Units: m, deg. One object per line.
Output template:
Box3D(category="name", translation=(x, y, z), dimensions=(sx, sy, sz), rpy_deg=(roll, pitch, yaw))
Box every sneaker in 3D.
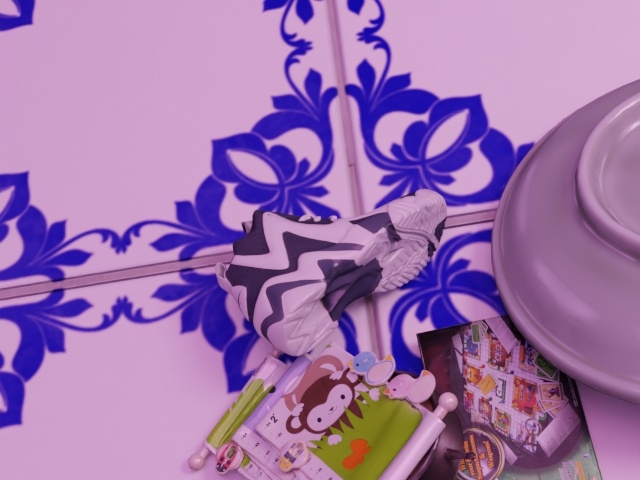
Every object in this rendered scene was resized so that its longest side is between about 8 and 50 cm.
Box3D(category="sneaker", translation=(0.000, 0.000, 1.123), dimensions=(0.235, 0.094, 0.153), rpy_deg=(-40, 52, -22))

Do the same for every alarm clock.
Box3D(category="alarm clock", translation=(0.053, 0.174, 1.031), dimensions=(0.129, 0.064, 0.192), rpy_deg=(-44, 43, 2))

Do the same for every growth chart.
Box3D(category="growth chart", translation=(0.000, 0.165, 1.023), dimensions=(0.237, 0.021, 0.172), rpy_deg=(15, 67, 46))

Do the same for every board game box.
Box3D(category="board game box", translation=(0.175, 0.190, 1.031), dimensions=(0.136, 0.030, 0.260), rpy_deg=(-10, 61, 2))

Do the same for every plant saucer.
Box3D(category="plant saucer", translation=(0.340, -0.041, 1.025), dimensions=(0.400, 0.100, 0.400), rpy_deg=(-13, 46, 14))
